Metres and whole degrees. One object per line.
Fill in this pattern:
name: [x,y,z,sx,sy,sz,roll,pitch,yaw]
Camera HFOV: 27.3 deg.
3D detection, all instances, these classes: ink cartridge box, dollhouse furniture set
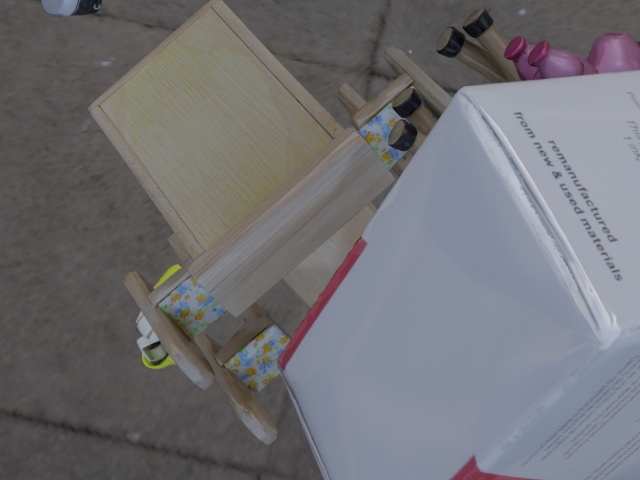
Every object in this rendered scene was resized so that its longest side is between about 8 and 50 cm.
ink cartridge box: [0.164,0.028,0.643,0.131,0.306,0.226,62,143,26]
dollhouse furniture set: [0.000,0.000,1.227,0.362,0.256,0.394,-41,137,2]

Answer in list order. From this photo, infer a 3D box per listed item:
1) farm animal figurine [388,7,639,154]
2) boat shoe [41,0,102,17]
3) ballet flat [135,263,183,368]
farm animal figurine: [0.221,-0.152,0.809,0.172,0.330,0.326,35,55,-22]
boat shoe: [-0.167,-0.228,0.945,0.049,0.040,0.142,39,121,38]
ballet flat: [-0.195,0.107,1.660,0.077,0.231,0.077,-25,70,-19]
